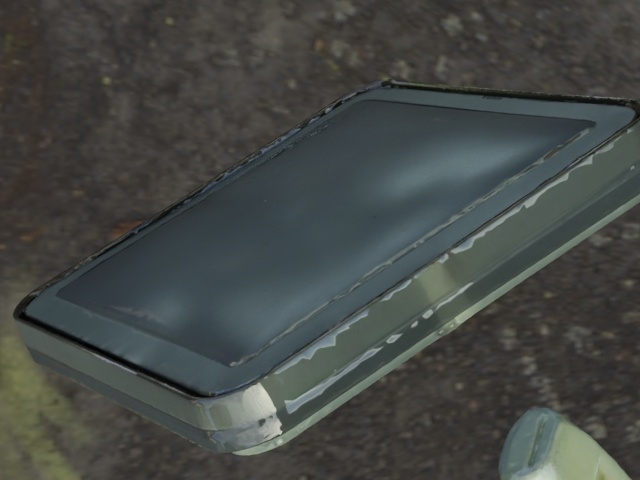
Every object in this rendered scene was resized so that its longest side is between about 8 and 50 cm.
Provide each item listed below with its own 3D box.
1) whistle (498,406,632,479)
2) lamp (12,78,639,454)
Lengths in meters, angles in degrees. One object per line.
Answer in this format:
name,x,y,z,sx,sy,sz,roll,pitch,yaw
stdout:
whistle,0.136,0.152,0.616,0.092,0.110,0.244,-15,122,35
lamp,0.000,0.000,0.867,0.269,0.266,0.047,14,131,60
